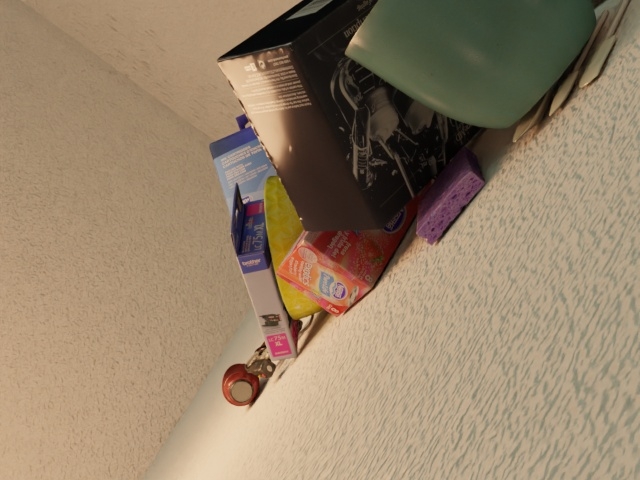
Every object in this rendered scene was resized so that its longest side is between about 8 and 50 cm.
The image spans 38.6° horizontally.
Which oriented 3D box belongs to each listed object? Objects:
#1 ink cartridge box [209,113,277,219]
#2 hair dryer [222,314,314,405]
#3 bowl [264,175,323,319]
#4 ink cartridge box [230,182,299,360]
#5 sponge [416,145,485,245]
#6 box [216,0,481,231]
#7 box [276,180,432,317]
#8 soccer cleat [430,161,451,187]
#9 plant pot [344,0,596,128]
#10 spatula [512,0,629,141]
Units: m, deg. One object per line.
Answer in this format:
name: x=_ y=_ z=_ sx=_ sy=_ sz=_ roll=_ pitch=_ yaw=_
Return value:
ink cartridge box: x=-0.104 y=-0.153 z=2.253 sx=0.270 sy=0.395 sz=0.151 roll=-24 pitch=-32 yaw=5
hair dryer: x=-0.120 y=0.261 z=1.949 sx=0.293 sy=0.080 sz=0.223 roll=-34 pitch=10 yaw=47
bowl: x=0.000 y=0.000 z=1.782 sx=0.156 sy=0.289 sz=0.289 roll=-11 pitch=13 yaw=8
ink cartridge box: x=-0.103 y=0.057 z=1.761 sx=0.065 sy=0.311 sz=0.186 roll=-12 pitch=33 yaw=8
sponge: x=0.189 y=-0.070 z=1.346 sx=0.117 sy=0.031 sz=0.210 roll=-52 pitch=4 yaw=16
box: x=0.068 y=-0.235 z=1.439 sx=0.179 sy=0.312 sz=0.343 roll=0 pitch=36 yaw=47
box: x=0.068 y=-0.034 z=1.617 sx=0.300 sy=0.142 sz=0.154 roll=-57 pitch=5 yaw=-33
soccer cleat: x=0.201 y=-0.109 z=1.531 sx=0.035 sy=0.029 sz=0.083 roll=-45 pitch=14 yaw=39
plant pot: x=0.214 y=-0.289 z=1.204 sx=0.293 sy=0.235 sz=0.293 roll=-52 pitch=3 yaw=3
spatula: x=0.332 y=-0.236 z=1.180 sx=0.242 sy=0.019 sz=0.168 roll=-58 pitch=5 yaw=-37
